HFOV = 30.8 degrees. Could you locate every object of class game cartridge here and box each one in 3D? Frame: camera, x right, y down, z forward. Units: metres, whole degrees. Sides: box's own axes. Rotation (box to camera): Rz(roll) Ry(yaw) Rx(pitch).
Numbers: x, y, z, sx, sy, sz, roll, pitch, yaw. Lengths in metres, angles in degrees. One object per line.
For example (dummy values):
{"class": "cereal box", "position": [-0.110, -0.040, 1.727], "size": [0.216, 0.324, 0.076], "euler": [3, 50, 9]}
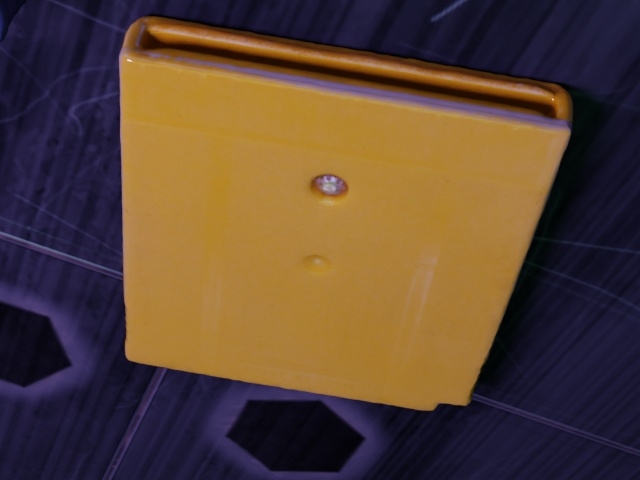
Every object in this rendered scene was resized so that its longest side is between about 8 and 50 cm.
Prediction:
{"class": "game cartridge", "position": [0.000, 0.000, 0.835], "size": [0.285, 0.053, 0.324], "euler": [10, 139, -1]}

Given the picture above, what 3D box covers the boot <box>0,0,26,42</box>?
{"class": "boot", "position": [-0.216, -0.198, 0.632], "size": [0.069, 0.086, 0.190], "euler": [-14, 132, 23]}
